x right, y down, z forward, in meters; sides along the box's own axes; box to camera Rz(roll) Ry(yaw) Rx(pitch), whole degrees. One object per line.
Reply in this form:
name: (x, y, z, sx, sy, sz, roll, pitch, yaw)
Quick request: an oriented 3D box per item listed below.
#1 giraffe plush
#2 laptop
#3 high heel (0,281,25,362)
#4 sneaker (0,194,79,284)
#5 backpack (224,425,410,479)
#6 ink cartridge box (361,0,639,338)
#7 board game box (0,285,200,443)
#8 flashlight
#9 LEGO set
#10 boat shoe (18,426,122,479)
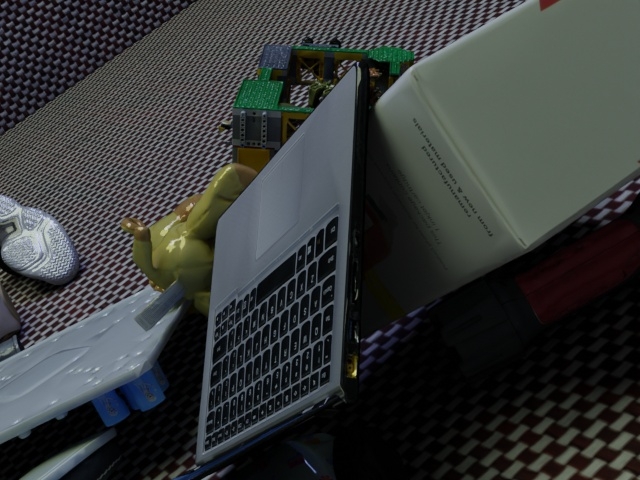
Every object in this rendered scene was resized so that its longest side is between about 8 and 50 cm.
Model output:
giraffe plush: (-0.125, 0.012, 1.342, 0.210, 0.181, 0.170, -27, 17, -13)
laptop: (-0.143, 0.094, 0.985, 0.382, 0.236, 0.408, 140, 136, -62)
high heel: (-0.522, 0.143, 1.768, 0.186, 0.093, 0.261, -27, 30, -7)
sneaker: (-0.467, 0.009, 1.983, 0.268, 0.153, 0.101, 29, 75, 26)
backpack: (-0.020, 0.225, 0.935, 0.182, 0.115, 0.152, -30, 24, 11)
ink cartridge box: (0.141, -0.070, 1.088, 0.279, 0.160, 0.384, -33, -2, -25)
board game box: (-0.309, 0.171, 1.410, 0.390, 0.050, 0.390, -27, 11, 12)
flashlight: (0.239, 0.015, 1.066, 0.304, 0.103, 0.103, -29, 24, 1)
LEGO set: (0.006, -0.104, 1.484, 0.254, 0.192, 0.331, 0, 26, -5)
boat shoe: (-0.286, 0.287, 1.178, 0.114, 0.091, 0.302, -31, 5, 46)
